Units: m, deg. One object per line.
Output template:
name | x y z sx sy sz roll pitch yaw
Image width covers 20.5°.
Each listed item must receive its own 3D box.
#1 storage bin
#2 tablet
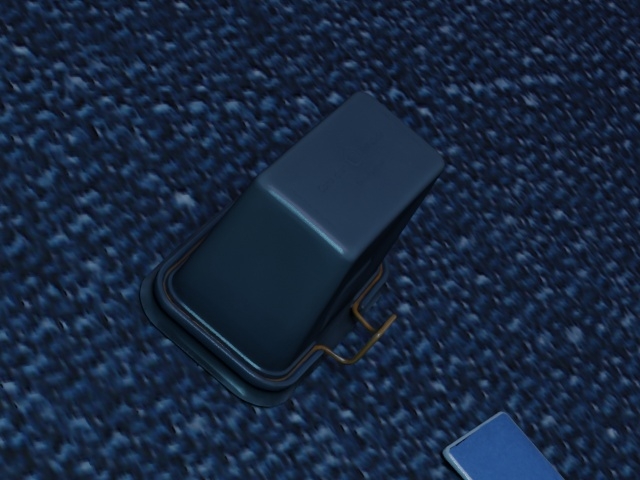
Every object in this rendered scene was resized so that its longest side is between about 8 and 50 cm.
storage bin | 0.000 0.000 0.801 0.098 0.091 0.135 41 39 4
tablet | 0.098 0.120 0.823 0.083 0.006 0.054 49 40 13
